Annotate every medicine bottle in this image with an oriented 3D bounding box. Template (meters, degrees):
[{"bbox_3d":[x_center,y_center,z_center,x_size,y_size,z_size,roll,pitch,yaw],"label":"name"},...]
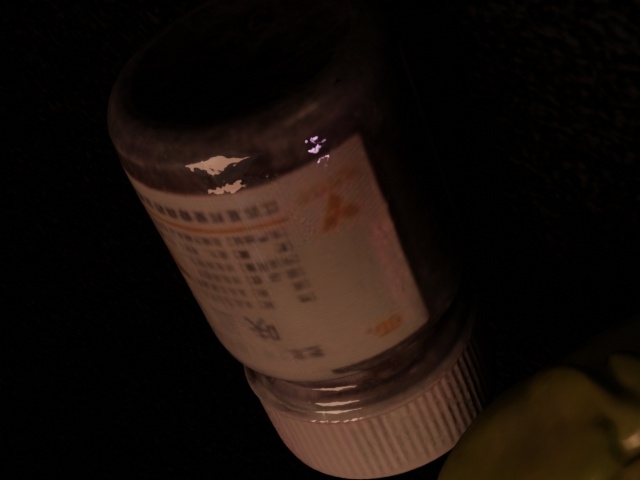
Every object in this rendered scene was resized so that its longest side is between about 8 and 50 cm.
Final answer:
[{"bbox_3d":[0.000,0.000,0.746,0.165,0.165,0.273,12,139,37],"label":"medicine bottle"}]

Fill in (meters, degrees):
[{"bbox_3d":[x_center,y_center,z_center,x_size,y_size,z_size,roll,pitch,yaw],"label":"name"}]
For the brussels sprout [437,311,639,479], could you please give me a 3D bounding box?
[{"bbox_3d":[0.210,0.181,0.681,0.344,0.268,0.344,15,131,18],"label":"brussels sprout"}]
